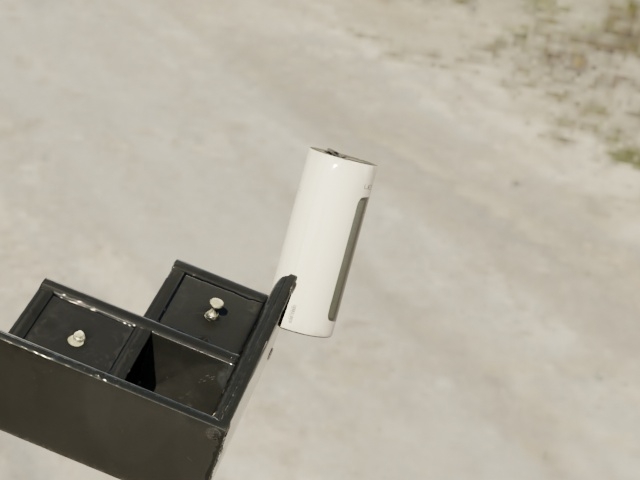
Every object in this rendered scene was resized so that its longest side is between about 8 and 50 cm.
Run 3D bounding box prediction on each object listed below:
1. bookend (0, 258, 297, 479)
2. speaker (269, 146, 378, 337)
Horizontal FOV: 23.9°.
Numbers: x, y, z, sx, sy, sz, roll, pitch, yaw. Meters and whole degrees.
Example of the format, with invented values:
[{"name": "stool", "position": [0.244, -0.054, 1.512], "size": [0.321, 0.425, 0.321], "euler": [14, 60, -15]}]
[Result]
[{"name": "bookend", "position": [-0.113, 0.063, 0.928], "size": [0.156, 0.072, 0.157], "euler": [22, 36, 3]}, {"name": "speaker", "position": [0.000, 0.000, 1.126], "size": [0.055, 0.136, 0.055], "euler": [15, 6, -2]}]
